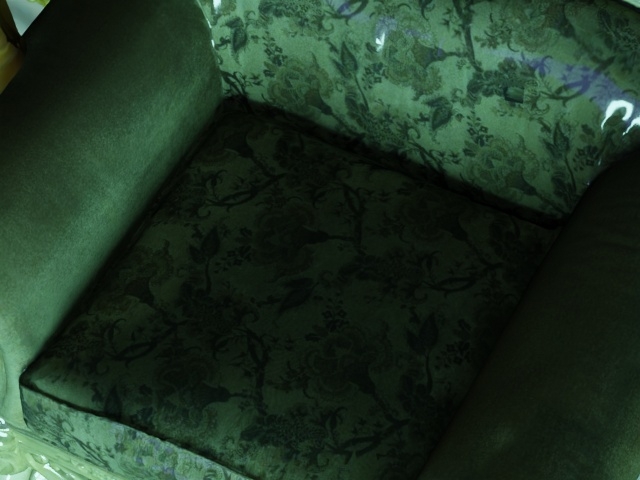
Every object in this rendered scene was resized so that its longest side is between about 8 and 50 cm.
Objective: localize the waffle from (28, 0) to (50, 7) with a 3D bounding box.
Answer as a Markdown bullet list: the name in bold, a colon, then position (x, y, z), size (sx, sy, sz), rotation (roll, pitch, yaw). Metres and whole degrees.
- **waffle**: position (-0.106, -0.118, 0.687), size (0.078, 0.016, 0.085), rotation (40, 149, -21)

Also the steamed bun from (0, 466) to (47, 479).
- **steamed bun**: position (-0.040, 0.177, 0.836), size (0.346, 0.237, 0.394), rotation (-32, 82, 34)

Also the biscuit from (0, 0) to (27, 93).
- **biscuit**: position (-0.204, -0.162, 0.502), size (0.326, 0.107, 0.326), rotation (53, 176, 6)

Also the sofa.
- **sofa**: position (0.000, 0.000, 0.582), size (0.258, 0.200, 0.182), rotation (23, 150, 18)
